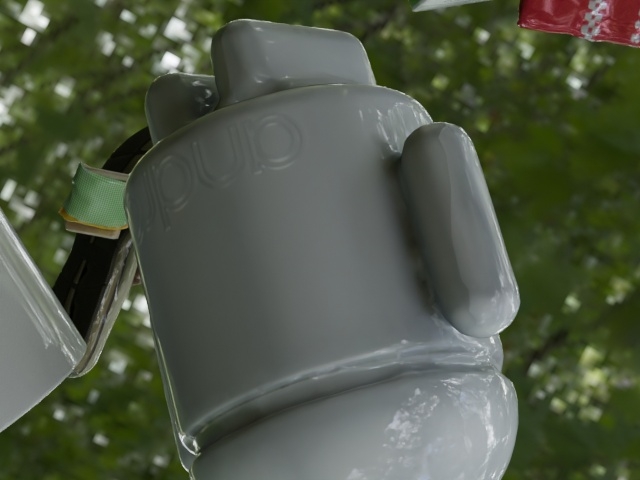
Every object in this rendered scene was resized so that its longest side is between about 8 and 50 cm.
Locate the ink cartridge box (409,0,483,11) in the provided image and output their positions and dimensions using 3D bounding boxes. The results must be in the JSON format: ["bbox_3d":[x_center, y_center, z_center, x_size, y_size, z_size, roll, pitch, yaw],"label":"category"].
[{"bbox_3d":[0.135,-0.204,1.127,0.209,0.109,0.062,152,-76,-67],"label":"ink cartridge box"}]

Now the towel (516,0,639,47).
[{"bbox_3d":[0.211,-0.141,0.630,0.031,0.274,0.199,-80,179,-56],"label":"towel"}]

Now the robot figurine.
[{"bbox_3d":[-0.001,0.045,1.117,0.300,0.199,0.353,-36,-116,45],"label":"robot figurine"}]

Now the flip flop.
[{"bbox_3d":[-0.180,0.009,1.784,0.112,0.080,0.277,30,-83,51],"label":"flip flop"}]

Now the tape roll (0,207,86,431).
[{"bbox_3d":[-0.296,0.065,1.197,0.246,0.169,0.246,-30,-171,5],"label":"tape roll"}]

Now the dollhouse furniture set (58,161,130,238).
[{"bbox_3d":[-0.157,-0.011,1.666,0.076,0.151,0.059,118,-24,-44],"label":"dollhouse furniture set"}]
